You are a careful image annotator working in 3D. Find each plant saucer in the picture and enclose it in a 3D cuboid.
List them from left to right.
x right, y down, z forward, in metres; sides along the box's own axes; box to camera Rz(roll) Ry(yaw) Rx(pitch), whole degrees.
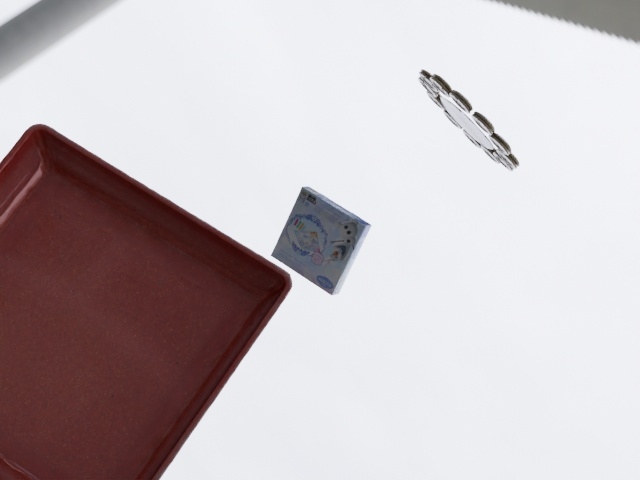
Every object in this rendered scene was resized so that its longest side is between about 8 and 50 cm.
[{"bbox_3d":[-0.194,0.074,1.040,0.259,0.258,0.047,31,-16,14],"label":"plant saucer"}]

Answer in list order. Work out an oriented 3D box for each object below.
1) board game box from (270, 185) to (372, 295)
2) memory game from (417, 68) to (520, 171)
[{"bbox_3d":[0.000,0.000,1.477,0.090,0.020,0.090,33,-72,22],"label":"board game box"},{"bbox_3d":[0.195,-0.159,1.755,0.186,0.012,0.186,45,-1,1],"label":"memory game"}]
